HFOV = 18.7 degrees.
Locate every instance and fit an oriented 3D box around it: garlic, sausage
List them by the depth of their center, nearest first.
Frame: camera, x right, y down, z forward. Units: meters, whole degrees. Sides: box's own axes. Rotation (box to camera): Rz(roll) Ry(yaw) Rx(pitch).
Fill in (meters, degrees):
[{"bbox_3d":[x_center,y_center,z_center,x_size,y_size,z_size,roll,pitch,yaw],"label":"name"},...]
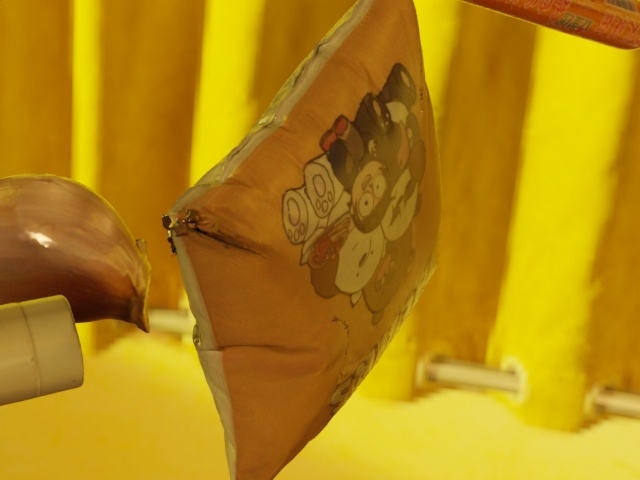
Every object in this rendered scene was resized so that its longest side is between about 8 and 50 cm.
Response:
[{"bbox_3d":[0.214,-0.219,1.779,0.053,0.053,0.348,29,-166,38],"label":"sausage"},{"bbox_3d":[-0.296,0.010,1.822,0.267,0.148,0.128,2,-179,13],"label":"garlic"}]

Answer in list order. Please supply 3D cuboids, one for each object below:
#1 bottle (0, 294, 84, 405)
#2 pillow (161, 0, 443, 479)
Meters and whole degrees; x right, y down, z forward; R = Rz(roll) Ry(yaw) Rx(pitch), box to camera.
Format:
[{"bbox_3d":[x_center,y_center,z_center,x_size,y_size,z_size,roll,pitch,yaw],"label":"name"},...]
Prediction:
[{"bbox_3d":[-0.272,0.091,1.371,0.201,0.072,0.072,-12,-148,-19],"label":"bottle"},{"bbox_3d":[0.000,0.000,1.430,0.119,0.312,0.310,17,-131,23],"label":"pillow"}]
